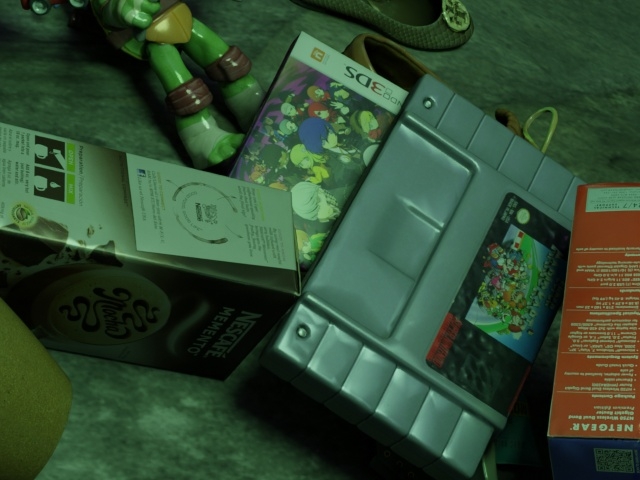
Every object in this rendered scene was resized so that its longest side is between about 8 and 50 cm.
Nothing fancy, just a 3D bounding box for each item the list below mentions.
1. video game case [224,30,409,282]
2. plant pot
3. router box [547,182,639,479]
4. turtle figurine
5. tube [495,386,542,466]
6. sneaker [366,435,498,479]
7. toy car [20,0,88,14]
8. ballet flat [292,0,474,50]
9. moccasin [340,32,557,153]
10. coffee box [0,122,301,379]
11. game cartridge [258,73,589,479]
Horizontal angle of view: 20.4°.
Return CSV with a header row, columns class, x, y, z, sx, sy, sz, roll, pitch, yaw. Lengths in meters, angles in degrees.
class,x,y,z,sx,sy,sz,roll,pitch,yaw
video game case,0.022,-0.061,1.755,0.210,0.042,0.232,29,65,-8
plant pot,-0.332,0.101,1.409,0.254,0.237,0.237,33,44,-27
router box,0.281,0.167,1.668,0.082,0.335,0.301,0,47,15
turtle figurine,-0.116,-0.225,1.765,0.266,0.275,0.198,58,11,-13
tube,0.175,0.133,1.812,0.080,0.052,0.207,4,61,-17
sneaker,0.105,0.250,1.668,0.118,0.083,0.222,2,60,-11
toy car,-0.337,-0.229,1.696,0.225,0.053,0.239,-42,40,-24
ballet flat,0.073,-0.281,2.048,0.250,0.058,0.084,15,51,-23
moccasin,0.173,-0.085,1.899,0.380,0.147,0.139,41,45,1
coffee box,-0.187,0.015,1.585,0.297,0.168,0.118,12,52,-24
game cartridge,0.117,0.032,1.688,0.230,0.068,0.355,31,59,-4
